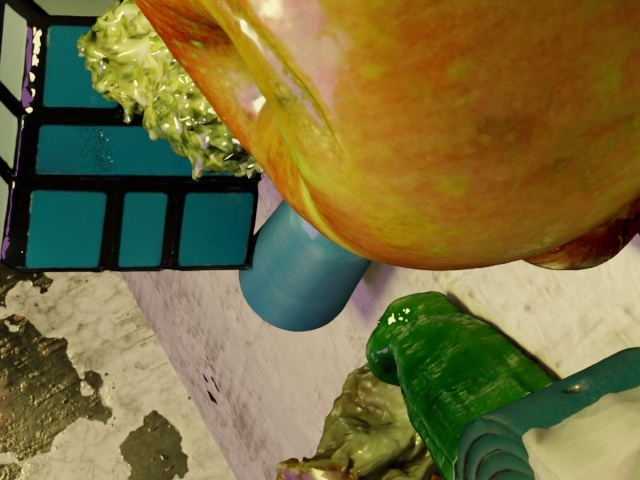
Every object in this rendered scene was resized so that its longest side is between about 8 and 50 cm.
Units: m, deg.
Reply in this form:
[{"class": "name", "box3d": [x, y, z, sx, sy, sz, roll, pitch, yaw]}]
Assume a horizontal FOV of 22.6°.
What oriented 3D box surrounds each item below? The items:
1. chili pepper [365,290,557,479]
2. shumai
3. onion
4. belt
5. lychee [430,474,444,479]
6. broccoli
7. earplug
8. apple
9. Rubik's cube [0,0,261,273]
[{"class": "chili pepper", "box3d": [0.121, 0.130, 1.519, 0.099, 0.136, 0.270, 24, -168, -28]}, {"class": "shumai", "box3d": [0.058, 0.262, 1.763, 0.225, 0.222, 0.261, 50, 164, 32]}, {"class": "onion", "box3d": [0.169, -0.033, 1.127, 0.118, 0.118, 0.117, 24, 134, 66]}, {"class": "belt", "box3d": [0.237, 0.248, 1.241, 0.300, 0.173, 0.436, 62, 164, 14]}, {"class": "lychee", "box3d": [0.149, 0.355, 1.543, 0.271, 0.271, 0.271, 55, 163, 26]}, {"class": "broccoli", "box3d": [-0.088, -0.248, 1.383, 0.353, 0.275, 0.397, -33, 91, 30]}, {"class": "earplug", "box3d": [0.000, 0.000, 1.689, 0.132, 0.132, 0.273, 60, 161, 9]}, {"class": "apple", "box3d": [0.069, -0.159, 0.871, 0.339, 0.339, 0.339, 55, 163, 26]}, {"class": "Rubik's cube", "box3d": [-0.234, -0.138, 1.748, 0.293, 0.288, 0.283, -142, 56, -60]}]
